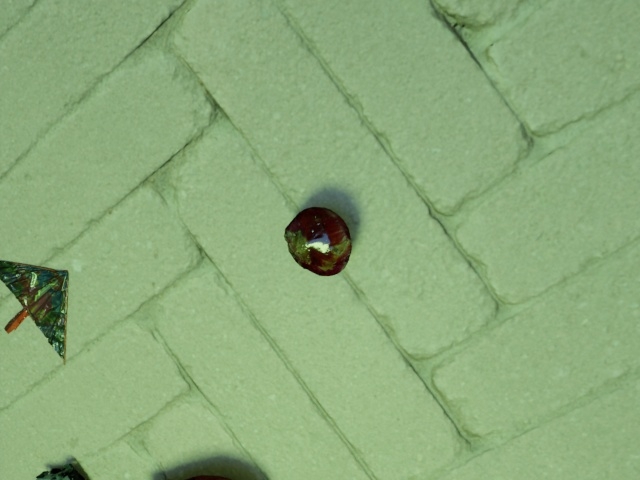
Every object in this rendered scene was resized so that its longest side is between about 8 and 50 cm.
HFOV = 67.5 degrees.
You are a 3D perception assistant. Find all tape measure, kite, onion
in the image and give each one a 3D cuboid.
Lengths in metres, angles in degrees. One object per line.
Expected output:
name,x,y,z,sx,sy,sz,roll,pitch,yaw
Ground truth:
tape measure,-0.483,0.474,0.904,0.091,0.054,0.094,-24,92,21
kite,-0.516,0.118,0.873,0.189,0.009,0.232,-38,90,15
onion,0.000,0.000,0.702,0.107,0.097,0.107,29,137,31

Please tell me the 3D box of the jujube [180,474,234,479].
jujube,-0.211,0.480,0.796,0.237,0.168,0.167,-1,99,14
